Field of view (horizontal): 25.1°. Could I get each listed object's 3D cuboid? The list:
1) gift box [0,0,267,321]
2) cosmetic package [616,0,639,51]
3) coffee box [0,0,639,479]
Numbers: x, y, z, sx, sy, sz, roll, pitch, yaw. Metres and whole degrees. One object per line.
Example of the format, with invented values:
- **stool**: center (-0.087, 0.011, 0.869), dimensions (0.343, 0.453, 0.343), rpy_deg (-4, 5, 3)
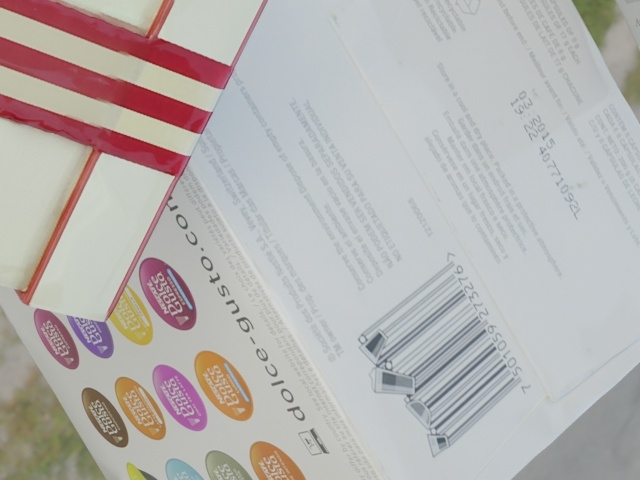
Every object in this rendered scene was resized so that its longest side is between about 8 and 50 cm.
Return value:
- **gift box**: center (-0.174, -0.144, 0.681), dimensions (0.258, 0.276, 0.255), rpy_deg (18, 112, -37)
- **cosmetic package**: center (0.267, -0.222, 0.908), dimensions (0.151, 0.151, 0.183), rpy_deg (-32, 102, -20)
- **coffee box**: center (0.000, 0.000, 1.019), dimensions (0.338, 0.337, 0.334), rpy_deg (-34, -172, -35)
